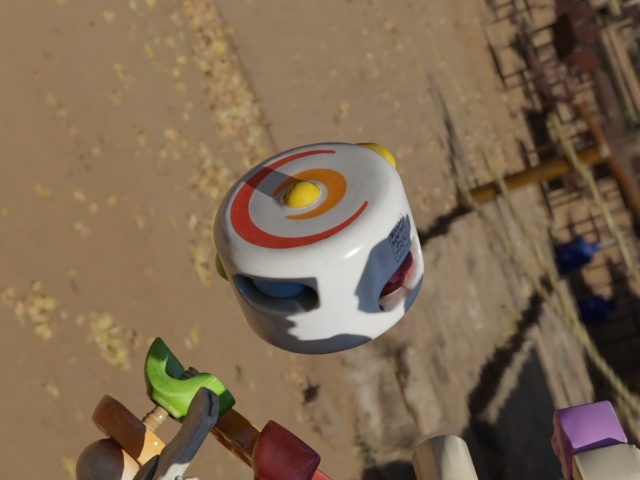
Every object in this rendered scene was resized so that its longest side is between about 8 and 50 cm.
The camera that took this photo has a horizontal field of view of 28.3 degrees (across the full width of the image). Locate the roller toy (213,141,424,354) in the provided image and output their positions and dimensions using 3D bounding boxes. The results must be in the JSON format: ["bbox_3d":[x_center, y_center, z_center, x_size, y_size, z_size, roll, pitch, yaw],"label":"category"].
[{"bbox_3d":[0.000,0.000,1.248,0.191,0.209,0.146,-119,-172,-50],"label":"roller toy"}]

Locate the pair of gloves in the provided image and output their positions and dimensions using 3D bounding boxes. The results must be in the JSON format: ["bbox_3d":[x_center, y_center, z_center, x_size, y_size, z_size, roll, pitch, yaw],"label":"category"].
[{"bbox_3d":[-0.153,0.240,1.040,0.042,0.204,0.240,29,19,-9],"label":"pair of gloves"}]

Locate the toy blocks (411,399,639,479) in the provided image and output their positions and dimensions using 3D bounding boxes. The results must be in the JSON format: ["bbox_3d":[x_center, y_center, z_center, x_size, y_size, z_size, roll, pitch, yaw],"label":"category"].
[{"bbox_3d":[0.241,0.285,0.897,0.260,0.309,0.289,-105,-178,-47],"label":"toy blocks"}]

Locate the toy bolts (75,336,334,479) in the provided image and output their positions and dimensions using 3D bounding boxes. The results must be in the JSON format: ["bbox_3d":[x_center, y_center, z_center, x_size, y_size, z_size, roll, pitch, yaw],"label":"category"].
[{"bbox_3d":[-0.108,0.241,1.235,0.228,0.158,0.218,30,-19,34],"label":"toy bolts"}]
